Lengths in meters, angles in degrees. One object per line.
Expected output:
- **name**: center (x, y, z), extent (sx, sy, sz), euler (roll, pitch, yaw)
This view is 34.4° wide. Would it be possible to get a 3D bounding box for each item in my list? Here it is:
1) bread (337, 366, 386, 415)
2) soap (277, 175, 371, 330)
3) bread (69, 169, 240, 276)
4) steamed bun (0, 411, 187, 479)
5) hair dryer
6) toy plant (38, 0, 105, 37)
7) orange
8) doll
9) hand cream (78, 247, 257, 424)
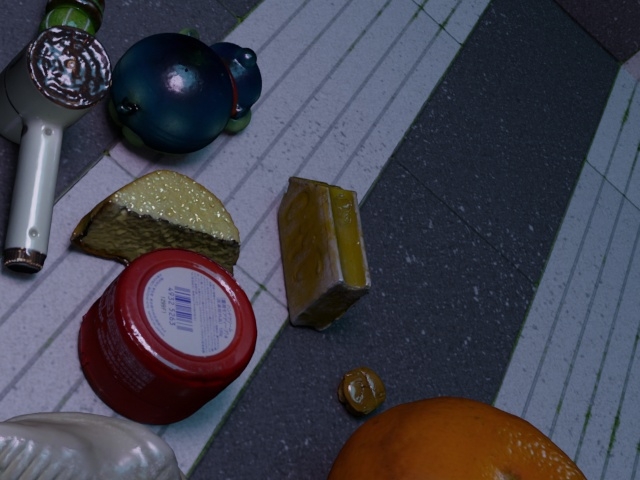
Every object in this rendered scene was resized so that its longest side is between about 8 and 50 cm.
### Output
- **bread**: center (0.066, 0.244, 1.671), extent (0.083, 0.046, 0.081), euler (14, 55, -33)
- **soap**: center (0.000, 0.000, 1.712), extent (0.080, 0.160, 0.257), euler (12, 52, -30)
- **bread**: center (-0.241, -0.031, 1.567), extent (0.260, 0.129, 0.134), euler (16, 44, -31)
- **steamed bun**: center (-0.319, 0.338, 1.160), extent (0.324, 0.219, 0.309), euler (8, 93, -29)
- **hair dryer**: center (-0.404, -0.109, 1.475), extent (0.128, 0.203, 0.361), euler (14, 71, -32)
- **toy plant**: center (-0.408, -0.355, 1.693), extent (0.093, 0.093, 0.162), euler (25, 47, -23)
- **orange**: center (0.192, 0.424, 1.439), extent (0.424, 0.326, 0.424), euler (19, 33, -13)
- **doll**: center (-0.219, -0.251, 1.703), extent (0.198, 0.186, 0.322), euler (50, 40, 3)
- **hand cream**: center (-0.213, 0.132, 1.455), extent (0.230, 0.149, 0.230), euler (19, 49, -24)
